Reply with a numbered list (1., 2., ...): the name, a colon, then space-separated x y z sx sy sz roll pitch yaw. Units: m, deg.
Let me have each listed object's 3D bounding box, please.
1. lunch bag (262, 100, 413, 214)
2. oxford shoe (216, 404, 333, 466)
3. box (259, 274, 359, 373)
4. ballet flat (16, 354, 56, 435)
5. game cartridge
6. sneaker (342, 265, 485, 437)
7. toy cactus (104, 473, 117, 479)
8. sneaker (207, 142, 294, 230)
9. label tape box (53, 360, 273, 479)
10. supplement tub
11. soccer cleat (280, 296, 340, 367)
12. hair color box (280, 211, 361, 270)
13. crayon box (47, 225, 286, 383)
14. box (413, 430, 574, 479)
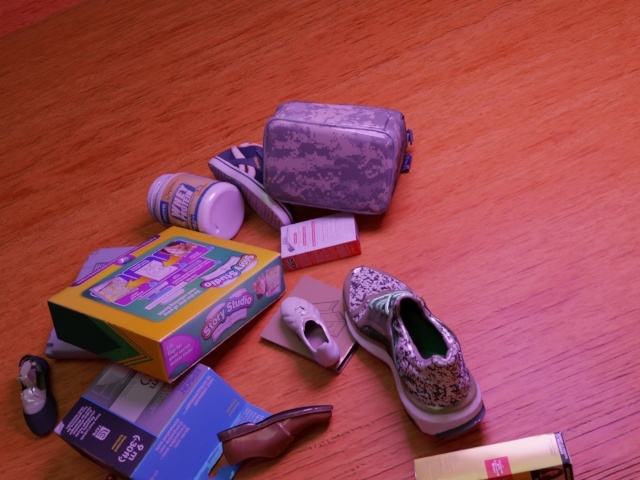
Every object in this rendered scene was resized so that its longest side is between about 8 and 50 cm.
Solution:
1. lunch bag: 0.045 -0.205 1.674 0.304 0.213 0.256 8 31 9
2. oxford shoe: -0.072 0.345 1.355 0.212 0.076 0.076 -18 80 -3
3. box: 0.000 0.164 1.513 0.201 0.021 0.164 19 59 34
4. ballet flat: -0.602 0.316 1.592 0.074 0.074 0.203 -26 45 -2
5. game cartridge: -0.483 0.139 1.720 0.195 0.060 0.294 -6 48 23
6. sneaker: 0.156 0.139 1.333 0.157 0.182 0.410 -20 38 -15
7. toy cactus: -0.412 0.529 1.312 0.180 0.112 0.219 -32 44 19
8. sneaker: -0.138 -0.143 1.783 0.127 0.126 0.321 -38 48 -15
9. label tape box: -0.293 0.338 1.415 0.333 0.106 0.241 15 57 34
10. supplement tub: -0.293 -0.079 1.774 0.199 0.144 0.144 15 56 33
11. soccer cleat: -0.023 0.161 1.454 0.068 0.076 0.196 -34 45 -8
12. hair color box: 0.000 0.000 1.643 0.167 0.053 0.093 -13 47 10
13. crayon box: -0.302 0.113 1.541 0.313 0.106 0.363 14 33 32
14. box: 0.267 0.359 1.172 0.232 0.087 0.058 -13 46 10
